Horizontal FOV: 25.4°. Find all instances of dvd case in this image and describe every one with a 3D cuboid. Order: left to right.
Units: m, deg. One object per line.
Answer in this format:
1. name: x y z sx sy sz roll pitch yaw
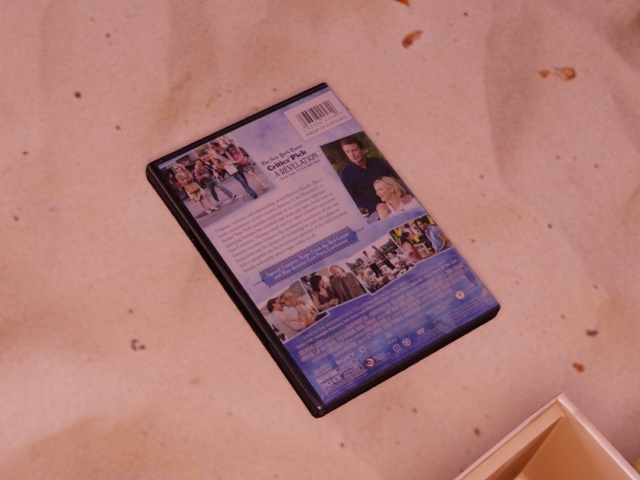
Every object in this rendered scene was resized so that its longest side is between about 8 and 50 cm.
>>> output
1. dvd case: 0.000 0.000 1.135 0.180 0.022 0.253 -27 68 -23

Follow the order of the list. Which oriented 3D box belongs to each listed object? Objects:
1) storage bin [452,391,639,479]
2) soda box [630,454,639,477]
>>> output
1. storage bin: 0.144 0.290 0.929 0.260 0.123 0.262 -34 71 -27
2. soda box: 0.287 0.148 1.027 0.058 0.061 0.181 48 29 17
